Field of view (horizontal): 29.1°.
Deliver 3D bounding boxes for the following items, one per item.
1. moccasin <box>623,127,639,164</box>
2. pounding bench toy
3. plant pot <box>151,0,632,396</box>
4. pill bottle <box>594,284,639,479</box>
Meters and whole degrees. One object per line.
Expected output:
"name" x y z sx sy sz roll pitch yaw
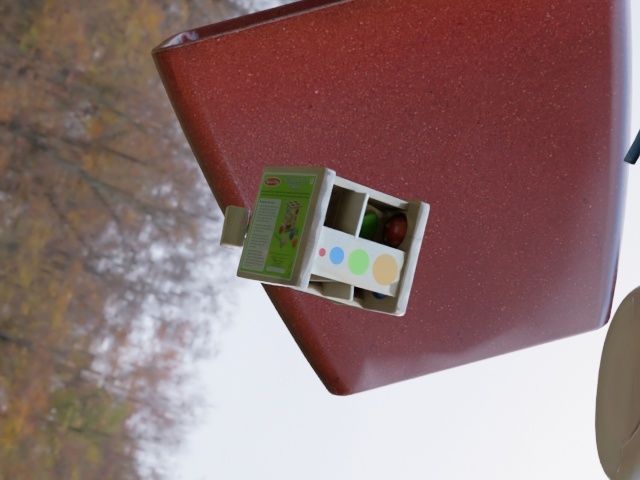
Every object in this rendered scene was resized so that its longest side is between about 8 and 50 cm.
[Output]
"moccasin" 0.182 -0.100 0.315 0.342 0.137 0.117 104 1 -47
"pounding bench toy" 0.000 0.000 0.561 0.083 0.065 0.052 6 -100 57
"plant pot" 0.058 -0.051 0.806 0.267 0.267 0.236 -105 -179 -78
"pill bottle" 0.367 0.129 0.932 0.161 0.283 0.161 -171 -90 -86
